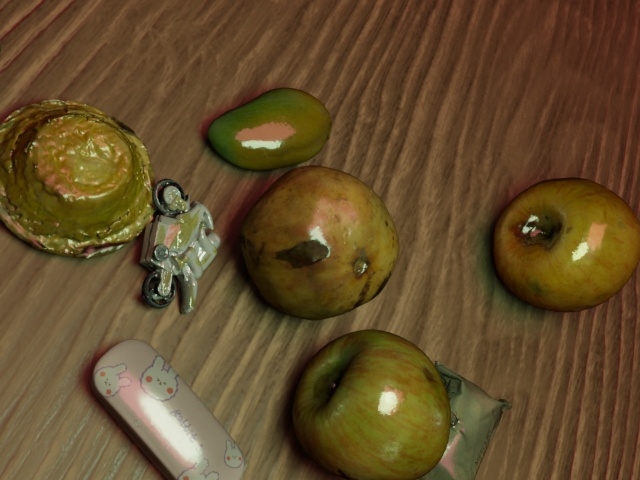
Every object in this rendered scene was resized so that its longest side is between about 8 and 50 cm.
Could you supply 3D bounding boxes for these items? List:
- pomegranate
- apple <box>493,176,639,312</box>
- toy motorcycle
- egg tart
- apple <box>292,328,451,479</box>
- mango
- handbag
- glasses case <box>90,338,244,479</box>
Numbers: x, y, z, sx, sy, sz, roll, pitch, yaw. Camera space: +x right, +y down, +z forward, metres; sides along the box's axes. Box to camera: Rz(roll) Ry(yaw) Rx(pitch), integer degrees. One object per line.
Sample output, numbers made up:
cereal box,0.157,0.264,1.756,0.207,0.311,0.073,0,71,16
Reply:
pomegranate,0.000,0.000,1.272,0.281,0.281,0.281,10,66,-24
apple,0.529,0.014,1.535,0.275,0.299,0.298,32,55,-47
toy motorcycle,-0.239,0.011,1.244,0.151,0.074,0.228,13,73,-43
egg tart,-0.402,-0.116,1.189,0.295,0.116,0.294,12,64,-25
apple,0.095,0.288,1.216,0.265,0.264,0.264,10,66,-24
mango,-0.093,-0.213,1.389,0.251,0.114,0.156,-23,89,-33
handbag,0.242,0.364,1.343,0.183,0.117,0.270,36,59,-2
glasses case,-0.240,0.287,1.137,0.296,0.075,0.113,50,55,-3
